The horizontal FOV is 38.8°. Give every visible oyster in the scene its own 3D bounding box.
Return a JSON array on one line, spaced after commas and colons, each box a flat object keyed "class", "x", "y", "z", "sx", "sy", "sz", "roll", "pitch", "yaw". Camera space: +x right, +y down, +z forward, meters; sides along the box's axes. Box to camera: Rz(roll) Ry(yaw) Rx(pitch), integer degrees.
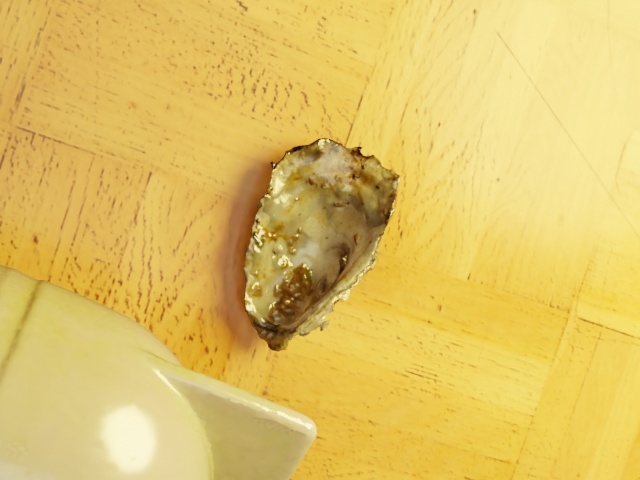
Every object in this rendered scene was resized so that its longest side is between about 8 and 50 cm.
[{"class": "oyster", "x": -0.005, "y": 0.007, "z": 0.728, "sx": 0.106, "sy": 0.056, "sz": 0.177, "roll": 14, "pitch": 92, "yaw": -4}]

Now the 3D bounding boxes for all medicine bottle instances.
[{"class": "medicine bottle", "x": -0.228, "y": 0.133, "z": 0.589, "sx": 0.406, "sy": 0.236, "sz": 0.235, "roll": 24, "pitch": 90, "yaw": -16}]
